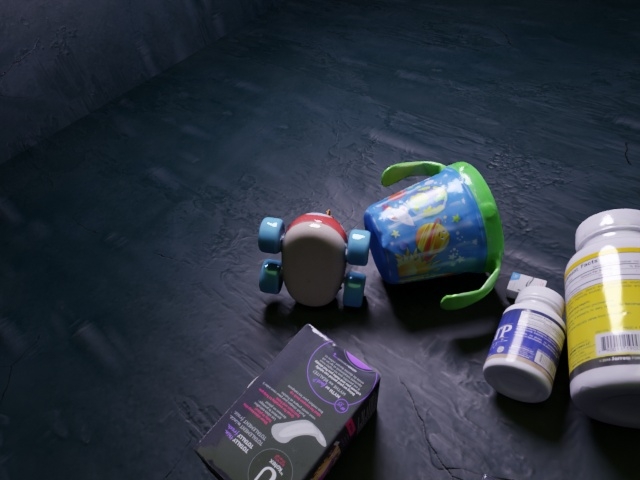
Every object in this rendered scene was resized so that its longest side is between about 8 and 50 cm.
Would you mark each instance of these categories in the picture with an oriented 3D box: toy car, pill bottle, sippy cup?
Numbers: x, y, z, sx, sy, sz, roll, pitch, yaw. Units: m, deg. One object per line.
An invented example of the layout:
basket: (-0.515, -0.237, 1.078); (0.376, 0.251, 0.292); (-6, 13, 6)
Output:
toy car: (0.000, 0.000, 1.105); (0.219, 0.210, 0.238); (7, 35, 6)
pill bottle: (0.510, 0.118, 0.839); (0.187, 0.188, 0.334); (4, 54, 17)
sippy cup: (0.214, -0.018, 1.030); (0.224, 0.240, 0.305); (-18, 21, -4)
pill bottle: (0.367, 0.176, 0.891); (0.112, 0.112, 0.187); (16, 52, 26)

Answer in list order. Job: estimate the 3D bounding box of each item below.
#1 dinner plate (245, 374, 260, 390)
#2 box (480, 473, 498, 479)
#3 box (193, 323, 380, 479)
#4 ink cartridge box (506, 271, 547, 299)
dinner plate: (-0.083, 0.299, 0.948); (0.141, 0.017, 0.141); (-8, 45, 8)
box: (0.275, 0.441, 0.658); (0.207, 0.108, 0.153); (24, 56, 31)
box: (-0.043, 0.304, 0.830); (0.165, 0.143, 0.270); (32, 59, 25)
ink cartridge box: (0.420, 0.099, 1.011); (0.083, 0.028, 0.048); (16, 52, 26)
